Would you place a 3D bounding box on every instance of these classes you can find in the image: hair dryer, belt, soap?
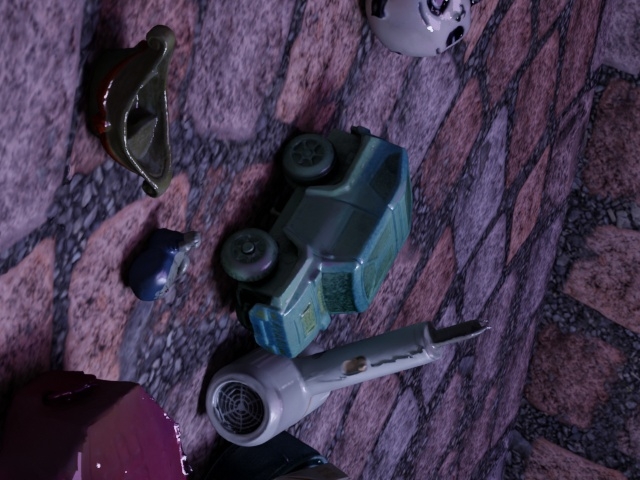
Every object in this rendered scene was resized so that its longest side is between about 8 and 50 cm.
[{"bbox_3d":[0.042,0.147,2.031,0.173,0.357,0.108,-28,97,-64],"label":"hair dryer"},{"bbox_3d":[-0.082,0.367,2.213,0.206,0.116,0.268,-39,145,-34],"label":"belt"},{"bbox_3d":[-0.216,0.271,1.639,0.220,0.127,0.325,-53,137,-59],"label":"soap"}]

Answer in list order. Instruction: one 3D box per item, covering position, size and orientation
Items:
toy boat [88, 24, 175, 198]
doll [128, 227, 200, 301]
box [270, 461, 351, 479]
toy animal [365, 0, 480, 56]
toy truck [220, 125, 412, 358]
[{"bbox_3d":[-0.170,-0.123,1.547,0.089,0.071,0.185,-49,153,-45],"label":"toy boat"},{"bbox_3d":[-0.166,0.028,1.745,0.083,0.050,0.076,-58,176,-32],"label":"doll"},{"bbox_3d":[-0.126,0.400,2.037,0.365,0.051,0.205,-9,120,-42],"label":"box"},{"bbox_3d":[0.138,-0.304,2.076,0.179,0.138,0.166,-63,144,-30],"label":"toy animal"},{"bbox_3d":[0.000,0.000,1.998,0.279,0.156,0.155,-60,158,-27],"label":"toy truck"}]
